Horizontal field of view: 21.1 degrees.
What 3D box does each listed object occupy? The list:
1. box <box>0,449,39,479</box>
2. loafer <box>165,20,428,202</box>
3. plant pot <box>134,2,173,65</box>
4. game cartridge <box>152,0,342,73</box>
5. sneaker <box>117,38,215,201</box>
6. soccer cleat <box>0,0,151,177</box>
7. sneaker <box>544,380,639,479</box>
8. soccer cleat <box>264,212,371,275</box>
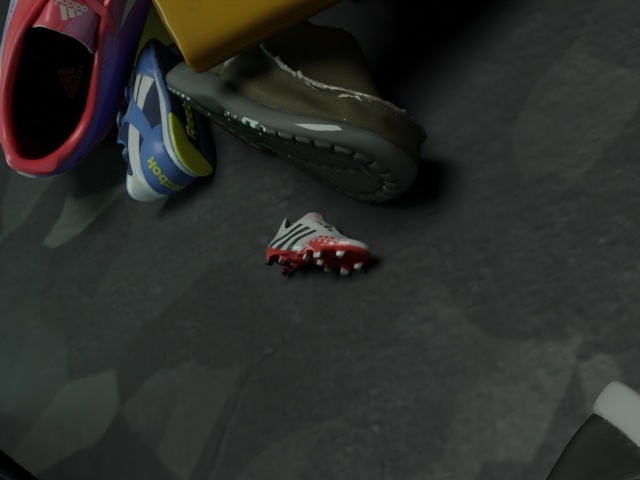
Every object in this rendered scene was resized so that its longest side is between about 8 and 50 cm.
[{"bbox_3d":[-0.395,0.225,0.989,0.395,0.293,0.212,-56,34,-9],"label":"box"},{"bbox_3d":[-0.013,-0.094,1.025,0.087,0.094,0.251,-57,34,-2],"label":"loafer"},{"bbox_3d":[-0.148,-0.189,1.277,0.081,0.083,0.081,-27,41,32],"label":"plant pot"},{"bbox_3d":[0.003,-0.293,0.986,0.323,0.285,0.052,-28,-1,0],"label":"game cartridge"},{"bbox_3d":[-0.112,-0.083,1.166,0.059,0.053,0.144,-38,35,22],"label":"sneaker"},{"bbox_3d":[-0.154,-0.192,1.164,0.116,0.108,0.318,-88,14,-70],"label":"soccer cleat"},{"bbox_3d":[0.144,0.172,0.601,0.147,0.104,0.296,-51,28,2],"label":"sneaker"},{"bbox_3d":[0.000,0.000,0.982,0.083,0.029,0.036,-6,58,52],"label":"soccer cleat"}]
